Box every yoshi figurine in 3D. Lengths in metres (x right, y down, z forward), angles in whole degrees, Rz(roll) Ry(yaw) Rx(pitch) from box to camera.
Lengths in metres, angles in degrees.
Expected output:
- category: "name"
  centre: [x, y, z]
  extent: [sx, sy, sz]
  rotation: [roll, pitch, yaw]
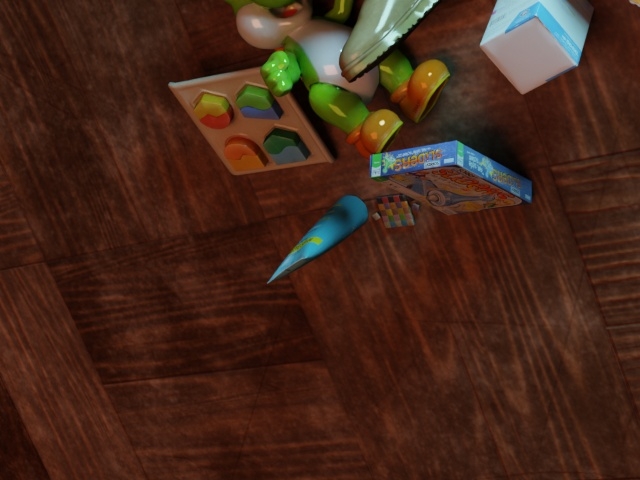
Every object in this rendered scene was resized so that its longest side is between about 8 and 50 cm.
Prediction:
- category: "yoshi figurine"
  centre: [-0.005, -0.289, 2.025]
  extent: [0.362, 0.203, 0.203]
  rotation: [42, 115, 9]

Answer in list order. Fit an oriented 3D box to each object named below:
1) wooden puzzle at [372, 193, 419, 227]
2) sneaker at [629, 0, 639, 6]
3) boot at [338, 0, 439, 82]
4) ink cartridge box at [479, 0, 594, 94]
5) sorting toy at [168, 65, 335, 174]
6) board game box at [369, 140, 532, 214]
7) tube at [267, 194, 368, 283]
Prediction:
- category: "wooden puzzle"
  centre: [0.111, -0.043, 2.196]
  extent: [0.083, 0.006, 0.049]
  rotation: [-5, 113, 34]
- category: "sneaker"
  centre: [0.361, -0.345, 1.822]
  extent: [0.215, 0.084, 0.083]
  rotation: [25, 113, 15]
- category: "boot"
  centre: [0.028, -0.370, 1.947]
  extent: [0.269, 0.236, 0.089]
  rotation: [44, 165, 1]
- category: "ink cartridge box"
  centre: [0.275, -0.273, 1.880]
  extent: [0.092, 0.143, 0.090]
  rotation: [-26, 117, 40]
- category: "sorting toy"
  centre: [-0.104, -0.168, 2.201]
  extent: [0.208, 0.038, 0.193]
  rotation: [-3, 137, 36]
- category: "board game box"
  centre: [0.178, -0.082, 2.019]
  extent: [0.136, 0.201, 0.035]
  rotation: [-8, 72, 36]
- category: "tube"
  centre: [0.000, 0.000, 2.161]
  extent: [0.052, 0.207, 0.080]
  rotation: [48, 129, -1]
